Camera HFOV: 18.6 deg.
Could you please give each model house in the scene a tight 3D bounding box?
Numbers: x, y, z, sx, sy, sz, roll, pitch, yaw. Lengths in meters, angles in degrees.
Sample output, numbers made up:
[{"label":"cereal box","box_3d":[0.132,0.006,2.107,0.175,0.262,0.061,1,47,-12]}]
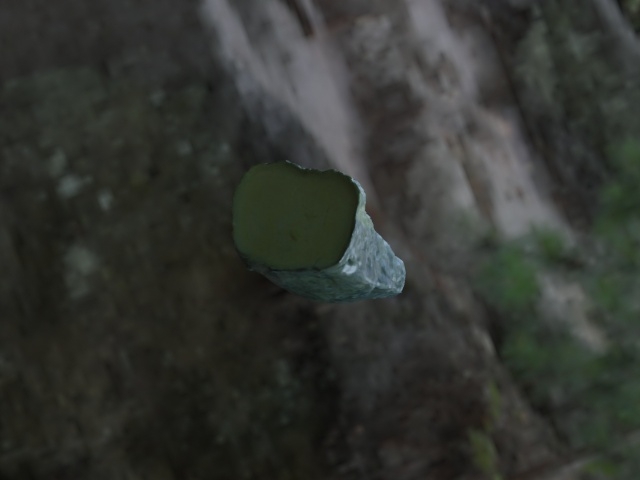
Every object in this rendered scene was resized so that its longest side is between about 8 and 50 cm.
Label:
[{"label":"model house","box_3d":[0.000,0.000,1.079,0.083,0.078,0.066,37,62,-59]}]
